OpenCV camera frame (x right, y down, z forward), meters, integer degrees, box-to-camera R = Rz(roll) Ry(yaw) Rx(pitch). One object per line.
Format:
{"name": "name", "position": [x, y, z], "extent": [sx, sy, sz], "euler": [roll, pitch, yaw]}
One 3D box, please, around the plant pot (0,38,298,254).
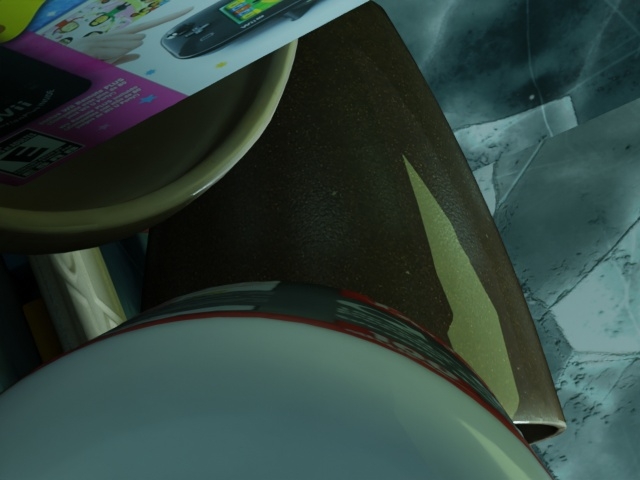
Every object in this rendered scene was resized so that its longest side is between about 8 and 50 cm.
{"name": "plant pot", "position": [-0.135, -0.097, 0.756], "extent": [0.110, 0.237, 0.237], "euler": [-38, -107, 57]}

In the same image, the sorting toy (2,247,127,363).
{"name": "sorting toy", "position": [-0.139, 0.039, 1.090], "extent": [0.208, 0.038, 0.193], "euler": [62, 0, 17]}

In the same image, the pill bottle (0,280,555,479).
{"name": "pill bottle", "position": [-0.020, 0.119, 0.664], "extent": [0.363, 0.210, 0.210], "euler": [-63, 129, -88]}

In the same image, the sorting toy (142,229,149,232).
{"name": "sorting toy", "position": [-0.096, -0.149, 1.437], "extent": [0.126, 0.127, 0.365], "euler": [38, 45, -50]}

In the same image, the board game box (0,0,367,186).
{"name": "board game box", "position": [-0.087, -0.120, 0.505], "extent": [0.303, 0.224, 0.097], "euler": [19, 46, -66]}

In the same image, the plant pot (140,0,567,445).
{"name": "plant pot", "position": [0.000, 0.000, 0.976], "extent": [0.215, 0.215, 0.230], "euler": [59, 23, -77]}
